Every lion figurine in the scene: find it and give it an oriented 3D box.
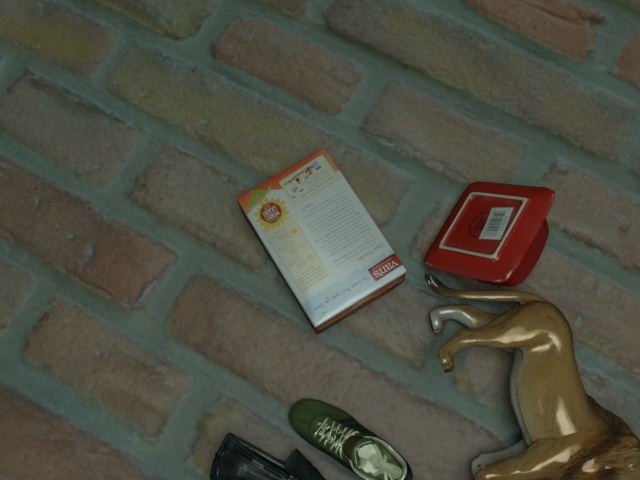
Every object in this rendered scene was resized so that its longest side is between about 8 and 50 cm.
[{"bbox_3d":[0.294,0.200,0.921,0.240,0.142,0.392,-16,77,7],"label":"lion figurine"}]

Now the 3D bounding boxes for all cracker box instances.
[{"bbox_3d":[0.000,0.000,1.039,0.155,0.067,0.232,-30,73,-7],"label":"cracker box"}]

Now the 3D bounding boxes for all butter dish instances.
[{"bbox_3d":[0.260,0.008,1.011,0.160,0.118,0.160,13,64,52],"label":"butter dish"}]

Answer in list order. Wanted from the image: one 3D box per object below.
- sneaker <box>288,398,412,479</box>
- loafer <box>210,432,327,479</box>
[{"bbox_3d":[0.042,0.270,0.937,0.192,0.086,0.064,31,75,11],"label":"sneaker"},{"bbox_3d":[-0.037,0.318,0.929,0.223,0.076,0.078,15,80,10],"label":"loafer"}]
